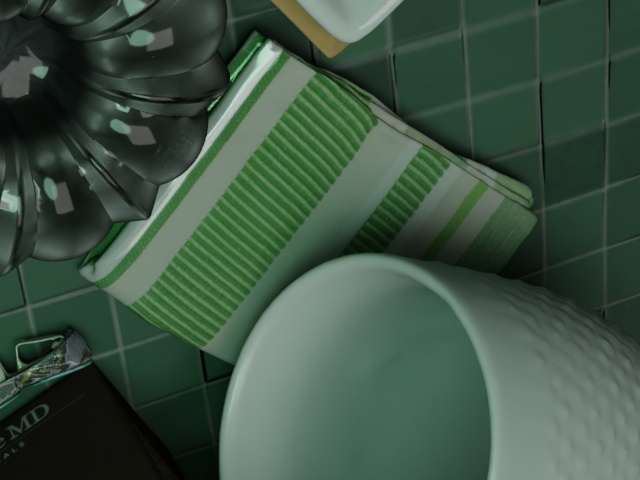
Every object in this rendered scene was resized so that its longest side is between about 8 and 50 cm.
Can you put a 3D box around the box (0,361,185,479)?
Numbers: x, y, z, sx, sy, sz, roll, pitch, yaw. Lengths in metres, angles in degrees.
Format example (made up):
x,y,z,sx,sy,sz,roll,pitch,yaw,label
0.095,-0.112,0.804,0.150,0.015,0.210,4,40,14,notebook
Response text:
x,y,z,sx,sy,sz,roll,pitch,yaw,label
-0.148,0.272,1.281,0.191,0.381,0.143,-36,127,-5,box

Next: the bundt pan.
x,y,z,sx,sy,sz,roll,pitch,yaw,label
-0.203,-0.117,1.181,0.331,0.124,0.331,-12,123,-20,bundt pan

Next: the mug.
x,y,z,sx,sy,sz,roll,pitch,yaw,label
0.135,0.213,1.384,0.328,0.276,0.374,12,70,-44,mug

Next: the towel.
x,y,z,sx,sy,sz,roll,pitch,yaw,label
0.000,0.000,1.415,0.325,0.038,0.248,29,104,-39,towel

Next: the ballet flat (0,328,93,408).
x,y,z,sx,sy,sz,roll,pitch,yaw,label
-0.228,0.099,1.358,0.114,0.041,0.041,-28,128,-11,ballet flat

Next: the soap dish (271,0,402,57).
x,y,z,sx,sy,sz,roll,pitch,yaw,label
-0.007,-0.293,1.178,0.229,0.118,0.291,-45,128,3,soap dish
